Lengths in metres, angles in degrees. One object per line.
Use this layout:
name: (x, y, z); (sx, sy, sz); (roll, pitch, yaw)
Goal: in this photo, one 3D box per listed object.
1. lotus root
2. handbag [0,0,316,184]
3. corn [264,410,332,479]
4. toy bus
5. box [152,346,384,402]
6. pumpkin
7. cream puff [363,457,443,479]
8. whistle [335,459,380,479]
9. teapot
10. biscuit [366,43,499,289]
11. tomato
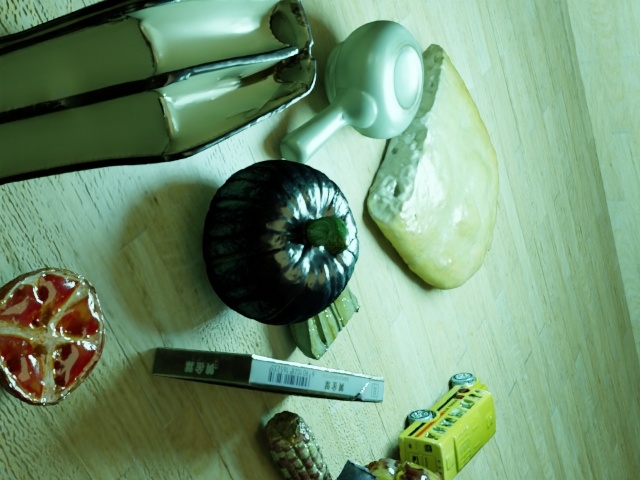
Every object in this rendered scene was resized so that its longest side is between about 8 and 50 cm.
lotus root: (-0.009, 0.102, 1.379); (0.143, 0.070, 0.144); (-40, 125, -40)
handbag: (-0.211, -0.169, 0.862); (0.236, 0.358, 0.160); (-30, 111, -51)
corn: (-0.026, 0.379, 1.349); (0.079, 0.079, 0.237); (-52, 134, -41)
toy bus: (0.280, 0.392, 1.724); (0.335, 0.123, 0.121); (-23, 108, -52)
box: (-0.065, 0.200, 1.204); (0.325, 0.180, 0.047); (22, 71, -51)
pumpkin: (-0.035, 0.001, 1.193); (0.248, 0.248, 0.248); (2, 88, -54)
cream puff: (0.150, 0.546, 1.434); (0.350, 0.228, 0.350); (59, 11, -18)
whistle: (-0.004, 0.500, 1.319); (0.062, 0.062, 0.304); (38, 79, -47)
teapot: (0.059, -0.262, 1.414); (0.318, 0.149, 0.220); (-26, 117, -52)
biscuit: (0.270, -0.110, 1.738); (0.446, 0.104, 0.429); (53, 49, -38)
tomato: (-0.325, 0.105, 0.941); (0.155, 0.069, 0.156); (-1, 91, -51)
